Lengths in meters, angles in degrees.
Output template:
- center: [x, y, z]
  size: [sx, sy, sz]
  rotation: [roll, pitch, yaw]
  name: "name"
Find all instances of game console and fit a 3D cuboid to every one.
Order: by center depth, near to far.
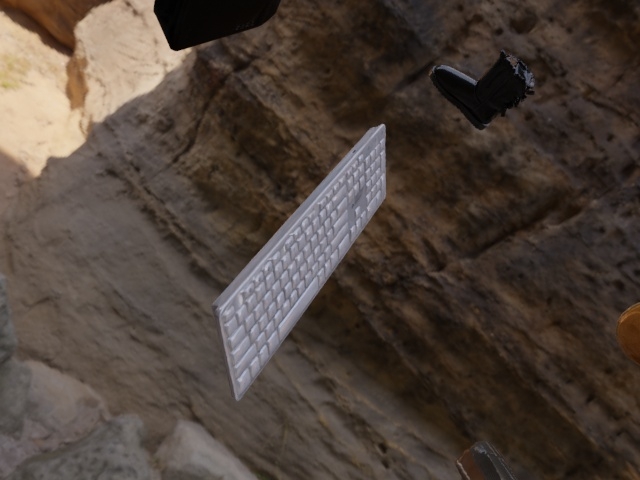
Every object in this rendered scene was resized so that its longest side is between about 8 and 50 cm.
- center: [-0.064, -0.378, 0.692]
  size: [0.044, 0.361, 0.213]
  rotation: [39, 41, 9]
  name: "game console"

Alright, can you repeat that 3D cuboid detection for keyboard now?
- center: [0.000, 0.000, 0.457]
  size: [0.256, 0.014, 0.072]
  rotation: [-51, 140, -47]
  name: "keyboard"

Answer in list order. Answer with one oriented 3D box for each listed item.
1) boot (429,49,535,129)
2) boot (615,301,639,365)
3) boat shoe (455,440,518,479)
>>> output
- center: [0.219, -0.216, 0.860]
  size: [0.121, 0.099, 0.045]
  rotation: [46, 48, -2]
  name: "boot"
- center: [0.365, 0.120, 0.549]
  size: [0.295, 0.211, 0.104]
  rotation: [3, -76, 48]
  name: "boot"
- center: [0.236, 0.388, 0.863]
  size: [0.324, 0.120, 0.122]
  rotation: [57, 3, -40]
  name: "boat shoe"
